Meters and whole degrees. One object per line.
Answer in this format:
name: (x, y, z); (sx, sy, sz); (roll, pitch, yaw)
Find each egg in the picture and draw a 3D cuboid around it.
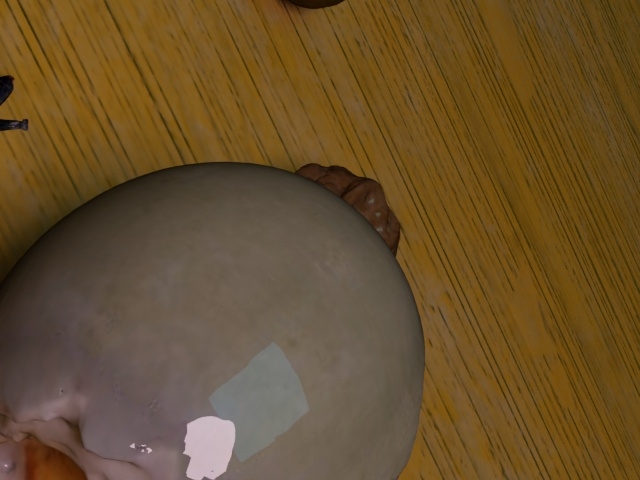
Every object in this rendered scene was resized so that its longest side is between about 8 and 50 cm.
egg: (-0.043, 0.056, 0.643); (0.217, 0.183, 0.183); (-44, 110, -43)

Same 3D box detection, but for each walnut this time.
walnut: (0.000, 0.000, 0.827); (0.079, 0.082, 0.096); (42, 36, 9)

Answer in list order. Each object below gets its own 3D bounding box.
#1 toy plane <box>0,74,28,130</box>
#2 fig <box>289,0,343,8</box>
toy plane: (-0.164, -0.035, 0.632); (0.189, 0.061, 0.130); (-46, 135, -55)
fig: (-0.005, -0.182, 0.914); (0.074, 0.074, 0.088); (-6, 52, -54)
